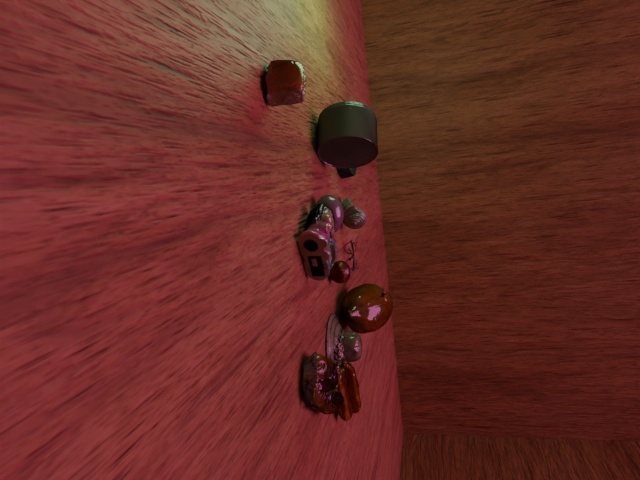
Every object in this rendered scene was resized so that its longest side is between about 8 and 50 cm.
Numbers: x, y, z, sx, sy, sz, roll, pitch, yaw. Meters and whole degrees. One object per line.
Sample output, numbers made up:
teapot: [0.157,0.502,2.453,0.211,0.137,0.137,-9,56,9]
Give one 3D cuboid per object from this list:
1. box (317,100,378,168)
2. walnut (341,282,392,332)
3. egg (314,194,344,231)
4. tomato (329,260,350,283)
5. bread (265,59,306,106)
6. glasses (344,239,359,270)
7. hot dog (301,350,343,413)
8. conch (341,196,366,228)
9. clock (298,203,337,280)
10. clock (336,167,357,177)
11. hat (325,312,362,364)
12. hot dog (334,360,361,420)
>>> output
box: [0.100,-0.388,1.587,0.226,0.225,0.150,51,38,-65]
walnut: [0.182,0.285,1.766,0.336,0.208,0.209,-1,86,-62]
egg: [0.029,-0.090,1.464,0.103,0.103,0.135,-26,115,-74]
tomato: [0.071,0.119,1.604,0.075,0.087,0.087,-2,86,-32]
bread: [-0.091,-0.417,1.110,0.082,0.105,0.125,67,21,-51]
glasses: [0.149,0.066,1.953,0.104,0.062,0.140,-15,101,-76]
hot dog: [0.011,0.431,1.283,0.270,0.081,0.163,59,28,-57]
conch: [0.135,-0.118,1.881,0.135,0.102,0.153,61,-7,-33]
clock: [0.000,0.000,1.348,0.196,0.100,0.194,-71,156,-51]
clock: [0.113,-0.444,1.976,0.312,0.061,0.313,-4,90,-75]
hat: [0.101,0.395,1.576,0.252,0.109,0.252,-5,90,-75]
hot dog: [0.090,0.527,1.508,0.072,0.115,0.269,35,-39,51]
